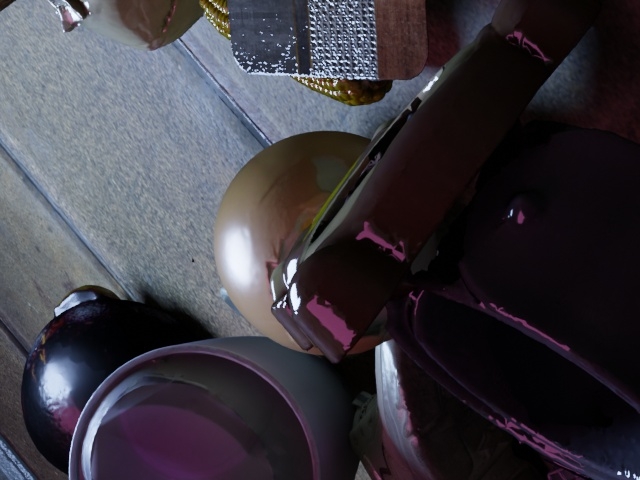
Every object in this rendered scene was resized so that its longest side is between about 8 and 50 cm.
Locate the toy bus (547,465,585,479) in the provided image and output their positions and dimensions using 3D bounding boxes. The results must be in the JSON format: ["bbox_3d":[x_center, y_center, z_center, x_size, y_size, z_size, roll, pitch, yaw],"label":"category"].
[{"bbox_3d":[0.255,0.215,1.477,0.052,0.037,0.130,52,155,4],"label":"toy bus"}]

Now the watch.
[{"bbox_3d":[0.164,0.037,1.165,0.327,0.314,0.335,37,164,-4],"label":"watch"}]

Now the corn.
[{"bbox_3d":[-0.022,-0.179,1.375,0.231,0.080,0.080,29,147,42],"label":"corn"}]

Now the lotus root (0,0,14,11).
[{"bbox_3d":[-0.334,-0.348,1.551,0.272,0.192,0.272,-23,-90,-83],"label":"lotus root"}]

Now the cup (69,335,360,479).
[{"bbox_3d":[-0.087,0.221,1.687,0.253,0.253,0.371,49,-169,8],"label":"cup"}]

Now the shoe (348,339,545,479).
[{"bbox_3d":[0.096,0.187,1.602,0.211,0.132,0.342,19,144,46],"label":"shoe"}]

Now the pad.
[{"bbox_3d":[-0.017,-0.132,1.274,0.250,0.055,0.323,8,87,50],"label":"pad"}]

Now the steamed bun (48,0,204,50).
[{"bbox_3d":[-0.195,-0.280,1.448,0.170,0.152,0.238,37,154,29],"label":"steamed bun"}]

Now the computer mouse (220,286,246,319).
[{"bbox_3d":[-0.030,0.076,1.757,0.182,0.056,0.089,21,166,38],"label":"computer mouse"}]

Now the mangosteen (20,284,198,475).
[{"bbox_3d":[-0.275,0.184,2.151,0.302,0.275,0.275,-105,0,-48],"label":"mangosteen"}]

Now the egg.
[{"bbox_3d":[0.000,0.000,1.435,0.201,0.201,0.244,60,165,-16],"label":"egg"}]
